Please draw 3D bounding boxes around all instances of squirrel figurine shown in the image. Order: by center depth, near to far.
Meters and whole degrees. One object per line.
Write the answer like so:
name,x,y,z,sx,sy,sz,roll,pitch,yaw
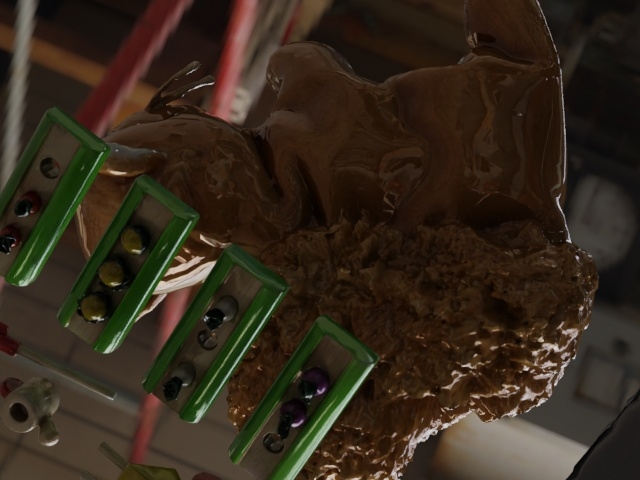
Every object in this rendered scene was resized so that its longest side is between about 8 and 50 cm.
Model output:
squirrel figurine,0.000,0.000,1.349,0.281,0.371,0.397,101,-18,-44

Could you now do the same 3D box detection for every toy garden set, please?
toy garden set,-0.119,0.075,1.042,0.203,0.244,0.049,-56,172,25

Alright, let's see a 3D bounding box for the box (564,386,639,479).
box,0.373,0.241,0.627,0.297,0.472,0.480,-50,-163,5
